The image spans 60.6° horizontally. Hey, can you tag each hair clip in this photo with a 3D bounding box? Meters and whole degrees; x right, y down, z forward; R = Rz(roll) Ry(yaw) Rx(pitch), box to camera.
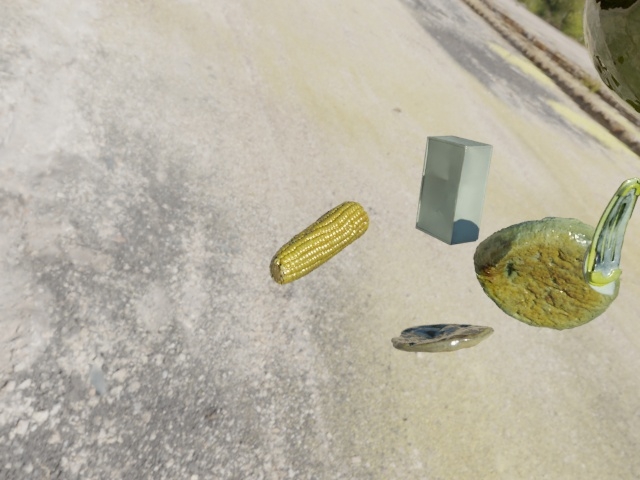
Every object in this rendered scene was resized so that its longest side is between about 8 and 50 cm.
[{"bbox_3d":[0.421,-0.004,0.795,0.060,0.188,0.033,-4,27,-13],"label":"hair clip"}]

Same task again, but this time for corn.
[{"bbox_3d":[0.000,0.000,0.996,0.231,0.080,0.080,-33,68,-34],"label":"corn"}]

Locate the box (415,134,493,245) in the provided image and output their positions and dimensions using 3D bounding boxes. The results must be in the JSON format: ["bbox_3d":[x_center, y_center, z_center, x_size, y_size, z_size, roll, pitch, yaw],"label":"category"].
[{"bbox_3d":[0.302,-0.119,1.255,0.086,0.225,0.129,-7,23,-28],"label":"box"}]

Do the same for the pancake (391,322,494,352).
[{"bbox_3d":[0.259,0.206,1.162,0.223,0.042,0.236,-5,-4,0],"label":"pancake"}]

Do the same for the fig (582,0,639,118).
[{"bbox_3d":[0.428,-0.229,0.593,0.271,0.239,0.239,60,33,-4],"label":"fig"}]

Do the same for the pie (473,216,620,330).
[{"bbox_3d":[0.440,0.066,1.068,0.277,0.277,0.078,30,50,-4],"label":"pie"}]
